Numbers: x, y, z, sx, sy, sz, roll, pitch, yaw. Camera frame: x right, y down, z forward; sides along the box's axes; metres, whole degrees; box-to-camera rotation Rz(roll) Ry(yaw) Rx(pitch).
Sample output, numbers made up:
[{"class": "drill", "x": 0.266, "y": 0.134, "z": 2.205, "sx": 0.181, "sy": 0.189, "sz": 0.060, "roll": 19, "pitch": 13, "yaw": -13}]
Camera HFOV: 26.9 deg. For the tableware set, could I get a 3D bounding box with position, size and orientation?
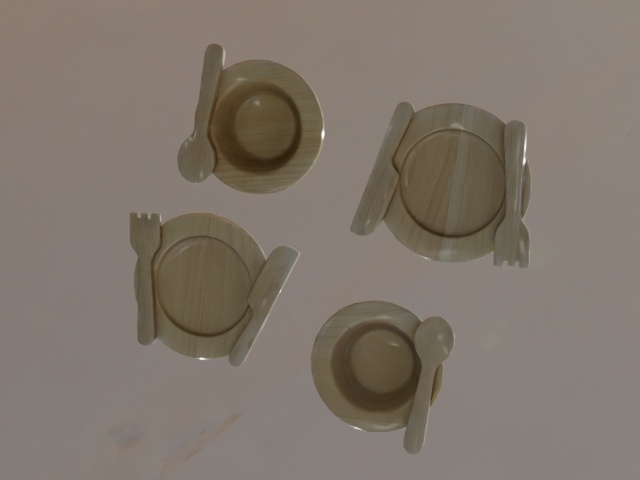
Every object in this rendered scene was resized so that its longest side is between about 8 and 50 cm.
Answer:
[{"class": "tableware set", "x": 0.000, "y": 0.000, "z": 0.549, "sx": 0.169, "sy": 0.020, "sz": 0.141, "roll": 18, "pitch": -78, "yaw": 13}]
